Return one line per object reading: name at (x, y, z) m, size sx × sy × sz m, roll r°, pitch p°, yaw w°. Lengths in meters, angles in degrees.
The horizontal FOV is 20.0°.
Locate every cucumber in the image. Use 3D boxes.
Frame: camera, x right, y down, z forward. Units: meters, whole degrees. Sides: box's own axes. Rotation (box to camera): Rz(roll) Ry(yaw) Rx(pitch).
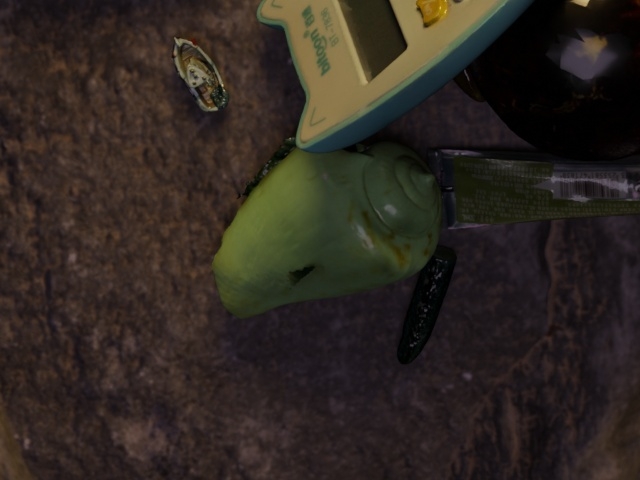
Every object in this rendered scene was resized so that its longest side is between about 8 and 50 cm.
cucumber at (0.102, 0.069, 1.794) m, size 0.032 × 0.032 × 0.133 m, roll 15°, pitch 116°, yaw -3°

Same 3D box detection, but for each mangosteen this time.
mangosteen at (0.213, -0.179, 1.574) m, size 0.265 × 0.228 × 0.228 m, roll -4°, pitch 124°, yaw 48°

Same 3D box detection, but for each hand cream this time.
hand cream at (0.221, -0.053, 1.720) m, size 0.235 × 0.055 × 0.086 m, roll -1°, pitch 114°, yaw 14°

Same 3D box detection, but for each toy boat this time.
toy boat at (-0.115, -0.156, 1.694) m, size 0.038 × 0.038 × 0.083 m, roll -25°, pitch 113°, yaw 16°

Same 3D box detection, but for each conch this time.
conch at (-0.001, -0.019, 1.724) m, size 0.250 × 0.137 × 0.143 m, roll -8°, pitch 145°, yaw 29°

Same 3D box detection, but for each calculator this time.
calculator at (0.105, -0.252, 1.517) m, size 0.054 × 0.256 × 0.386 m, roll 26°, pitch 123°, yaw -36°
